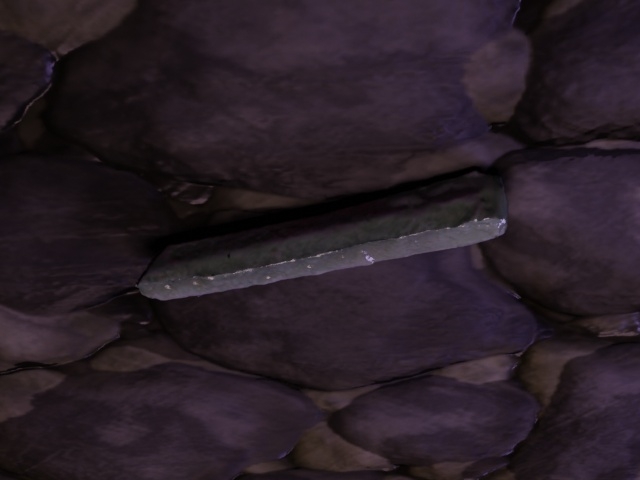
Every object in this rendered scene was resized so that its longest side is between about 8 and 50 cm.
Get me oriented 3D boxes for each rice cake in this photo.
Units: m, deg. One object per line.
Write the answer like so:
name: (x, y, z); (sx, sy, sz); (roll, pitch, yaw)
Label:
rice cake: (0.000, 0.000, 0.845); (0.208, 0.033, 0.033); (-12, 148, 14)
